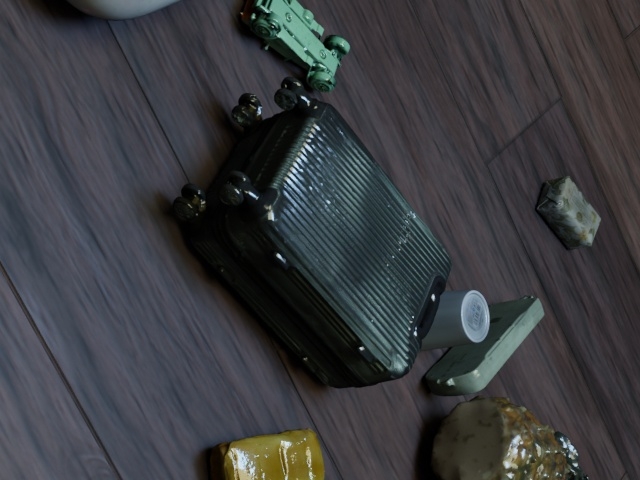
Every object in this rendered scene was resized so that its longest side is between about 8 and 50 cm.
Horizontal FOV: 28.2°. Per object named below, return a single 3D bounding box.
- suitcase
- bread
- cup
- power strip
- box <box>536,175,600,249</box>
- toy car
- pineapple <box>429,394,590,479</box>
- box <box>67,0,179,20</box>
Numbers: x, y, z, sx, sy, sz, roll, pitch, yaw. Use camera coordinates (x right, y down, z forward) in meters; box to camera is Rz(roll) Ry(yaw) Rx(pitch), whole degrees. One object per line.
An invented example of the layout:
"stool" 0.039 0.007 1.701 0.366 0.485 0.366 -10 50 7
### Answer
"suitcase" 0.000 0.000 1.360 0.312 0.128 0.202 48 49 -27
"bread" -0.053 0.232 1.293 0.132 0.053 0.074 1 78 -45
"cup" 0.142 0.099 1.501 0.104 0.116 0.074 36 56 -43
"power strip" 0.209 0.127 1.584 0.227 0.080 0.029 -40 111 -45
"box" 0.353 -0.039 1.813 0.098 0.045 0.062 46 51 -30
"toy car" -0.027 -0.232 1.455 0.143 0.054 0.073 41 54 -37
"pineapple" 0.269 0.299 1.551 0.310 0.170 0.141 34 84 -41
"box" -0.170 -0.388 1.282 0.349 0.141 0.289 -37 105 -45
